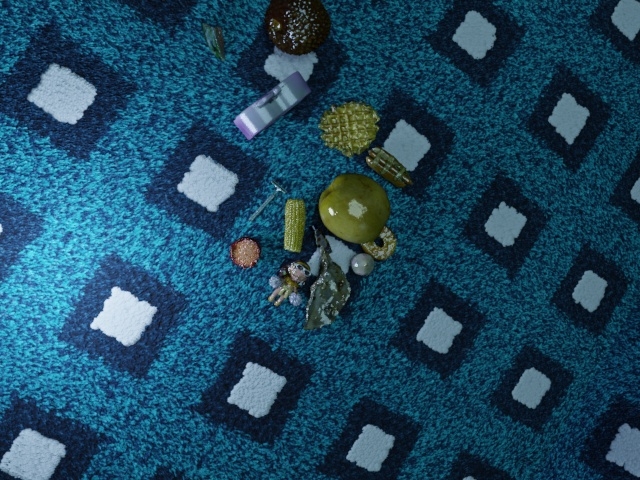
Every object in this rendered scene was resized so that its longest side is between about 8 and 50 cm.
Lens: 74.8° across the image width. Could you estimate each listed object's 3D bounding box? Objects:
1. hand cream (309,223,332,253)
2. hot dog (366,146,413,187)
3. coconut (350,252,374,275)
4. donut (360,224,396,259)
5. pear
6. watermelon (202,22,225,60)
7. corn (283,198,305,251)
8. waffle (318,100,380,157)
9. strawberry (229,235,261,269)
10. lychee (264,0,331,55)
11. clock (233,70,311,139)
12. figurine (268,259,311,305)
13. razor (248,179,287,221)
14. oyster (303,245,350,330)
[{"bbox_3d":[0.000,0.000,1.938,0.062,0.039,0.163,-33,103,-25],"label":"hand cream"},{"bbox_3d":[0.328,-0.342,1.973,0.270,0.072,0.109,35,88,-12],"label":"hot dog"},{"bbox_3d":[0.198,0.112,1.944,0.110,0.124,0.110,0,92,-11],"label":"coconut"},{"bbox_3d":[0.272,0.005,1.988,0.162,0.065,0.178,-36,102,-3],"label":"donut"},{"bbox_3d":[0.150,-0.142,1.833,0.315,0.314,0.313,-1,94,-13],"label":"pear"},{"bbox_3d":[-0.439,-0.841,1.762,0.080,0.101,0.154,-11,106,-24],"label":"watermelon"},{"bbox_3d":[-0.115,-0.067,1.877,0.094,0.093,0.243,1,94,-13],"label":"corn"},{"bbox_3d":[0.135,-0.525,1.920,0.262,0.060,0.280,35,86,-13],"label":"waffle"},{"bbox_3d":[-0.328,0.052,1.838,0.145,0.086,0.145,0,92,-13],"label":"strawberry"},{"bbox_3d":[-0.088,-0.913,1.756,0.268,0.267,0.267,-1,94,-13],"label":"lychee"},{"bbox_3d":[-0.197,-0.546,1.710,0.339,0.338,0.102,-40,106,-8],"label":"clock"},{"bbox_3d":[-0.139,0.193,1.878,0.175,0.116,0.240,38,91,-10],"label":"figurine"},{"bbox_3d":[-0.247,-0.166,1.874,0.084,0.036,0.211,41,90,11],"label":"razor"},{"bbox_3d":[0.033,0.234,1.938,0.205,0.111,0.395,14,92,-30],"label":"oyster"}]
